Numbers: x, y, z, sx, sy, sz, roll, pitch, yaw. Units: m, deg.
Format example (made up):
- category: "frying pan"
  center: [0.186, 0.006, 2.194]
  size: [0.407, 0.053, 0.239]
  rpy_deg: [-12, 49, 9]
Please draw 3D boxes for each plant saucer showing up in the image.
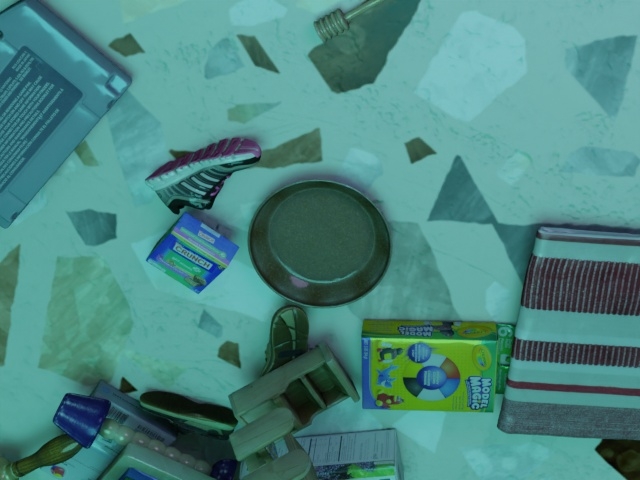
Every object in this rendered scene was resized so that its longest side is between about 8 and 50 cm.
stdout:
- category: "plant saucer"
  center: [0.000, 0.000, 1.500]
  size: [0.199, 0.036, 0.198]
  rpy_deg: [2, 118, 4]

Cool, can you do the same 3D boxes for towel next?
- category: "towel"
  center: [0.386, 0.135, 1.519]
  size: [0.237, 0.037, 0.329]
  rpy_deg: [3, 117, -3]

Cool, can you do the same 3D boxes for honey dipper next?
- category: "honey dipper"
  center: [0.067, -0.295, 1.346]
  size: [0.161, 0.030, 0.030]
  rpy_deg: [-27, 111, 16]

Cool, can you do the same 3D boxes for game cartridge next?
- category: "game cartridge"
  center: [-0.411, -0.172, 1.443]
  size: [0.196, 0.060, 0.294]
  rpy_deg: [39, 114, -18]

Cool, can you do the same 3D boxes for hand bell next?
- category: "hand bell"
  center: [-0.454, 0.344, 1.667]
  size: [0.242, 0.126, 0.126]
  rpy_deg: [-28, 111, 19]

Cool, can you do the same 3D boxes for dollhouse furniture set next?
- category: "dollhouse furniture set"
  center: [-0.009, 0.285, 1.496]
  size: [0.161, 0.242, 0.212]
  rpy_deg: [-29, 133, 3]

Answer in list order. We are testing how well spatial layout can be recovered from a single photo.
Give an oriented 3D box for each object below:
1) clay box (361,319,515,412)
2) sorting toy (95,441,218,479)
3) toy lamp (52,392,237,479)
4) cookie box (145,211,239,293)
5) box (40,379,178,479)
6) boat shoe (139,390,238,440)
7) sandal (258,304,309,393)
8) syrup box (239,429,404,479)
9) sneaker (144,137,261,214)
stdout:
- category: "clay box"
  center: [0.171, 0.181, 1.566]
  size: [0.222, 0.053, 0.127]
  rpy_deg: [1, 118, 6]
- category: "sorting toy"
  center: [-0.222, 0.432, 1.621]
  size: [0.255, 0.089, 0.257]
  rpy_deg: [27, 140, -12]
- category: "toy lamp"
  center: [-0.262, 0.304, 1.614]
  size: [0.275, 0.080, 0.080]
  rpy_deg: [27, 116, -8]
- category: "cookie box"
  center: [-0.177, 0.018, 1.499]
  size: [0.092, 0.040, 0.107]
  rpy_deg: [34, 144, -12]
- category: "box"
  center: [-0.327, 0.323, 1.695]
  size: [0.145, 0.038, 0.186]
  rpy_deg: [32, 115, -11]
- category: "boat shoe"
  center: [-0.202, 0.269, 1.645]
  size: [0.152, 0.056, 0.049]
  rpy_deg: [16, 112, -3]
- category: "sandal"
  center: [-0.054, 0.162, 1.578]
  size: [0.072, 0.049, 0.180]
  rpy_deg: [-2, 122, -18]
- category: "syrup box"
  center: [0.004, 0.358, 1.649]
  size: [0.237, 0.096, 0.093]
  rpy_deg: [-7, 116, 8]
- category: "sneaker"
  center: [-0.147, -0.082, 1.459]
  size: [0.170, 0.063, 0.074]
  rpy_deg: [-18, 114, 19]
